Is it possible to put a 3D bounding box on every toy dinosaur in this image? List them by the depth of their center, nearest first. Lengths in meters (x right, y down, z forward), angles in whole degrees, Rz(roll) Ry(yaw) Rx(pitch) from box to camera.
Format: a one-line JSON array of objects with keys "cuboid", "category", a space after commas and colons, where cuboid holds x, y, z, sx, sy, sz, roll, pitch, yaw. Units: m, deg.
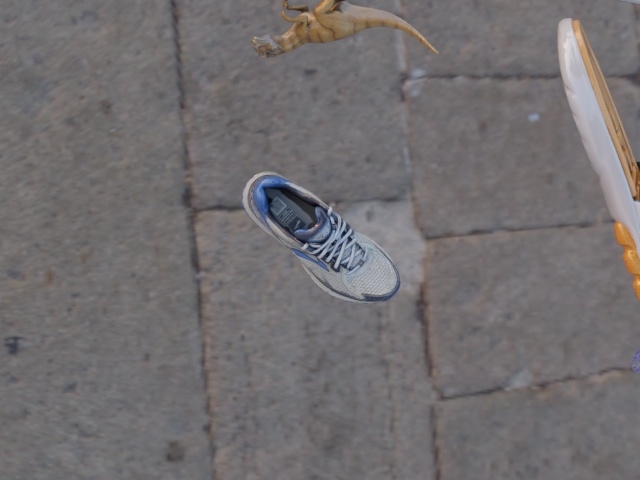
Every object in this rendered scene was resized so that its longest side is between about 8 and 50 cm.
[{"cuboid": [0.025, -0.258, 1.602, 0.211, 0.064, 0.112, -7, 102, 10], "category": "toy dinosaur"}]

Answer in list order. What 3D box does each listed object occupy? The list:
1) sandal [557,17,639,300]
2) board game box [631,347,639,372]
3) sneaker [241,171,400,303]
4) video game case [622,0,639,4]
[{"cuboid": [0.229, -0.031, 0.915, 0.102, 0.076, 0.265, -73, 141, -59], "category": "sandal"}, {"cuboid": [0.250, 0.039, 0.741, 0.168, 0.133, 0.033, -15, 65, -29], "category": "board game box"}, {"cuboid": [0.000, 0.000, 0.998, 0.135, 0.058, 0.052, 35, 83, -2], "category": "sneaker"}, {"cuboid": [0.169, -0.121, 0.581, 0.206, 0.227, 0.026, -26, 128, -56], "category": "video game case"}]
